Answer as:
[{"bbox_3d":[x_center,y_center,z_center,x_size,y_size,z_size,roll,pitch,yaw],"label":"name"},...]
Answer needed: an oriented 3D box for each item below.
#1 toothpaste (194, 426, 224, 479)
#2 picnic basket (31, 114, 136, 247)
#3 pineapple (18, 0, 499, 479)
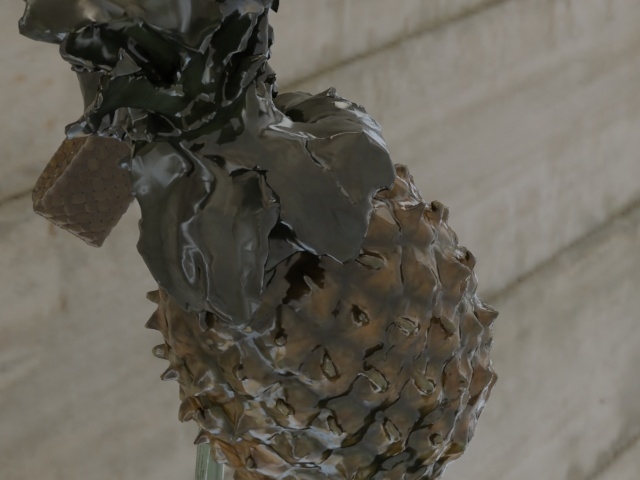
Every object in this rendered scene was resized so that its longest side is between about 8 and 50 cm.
[{"bbox_3d":[-0.110,0.222,1.594,0.029,0.048,0.197,-4,-72,-27],"label":"toothpaste"},{"bbox_3d":[-0.238,-0.085,1.794,0.110,0.055,0.193,33,-76,-18],"label":"picnic basket"},{"bbox_3d":[-0.024,-0.013,0.476,0.125,0.125,0.251,-61,-32,-22],"label":"pineapple"}]
